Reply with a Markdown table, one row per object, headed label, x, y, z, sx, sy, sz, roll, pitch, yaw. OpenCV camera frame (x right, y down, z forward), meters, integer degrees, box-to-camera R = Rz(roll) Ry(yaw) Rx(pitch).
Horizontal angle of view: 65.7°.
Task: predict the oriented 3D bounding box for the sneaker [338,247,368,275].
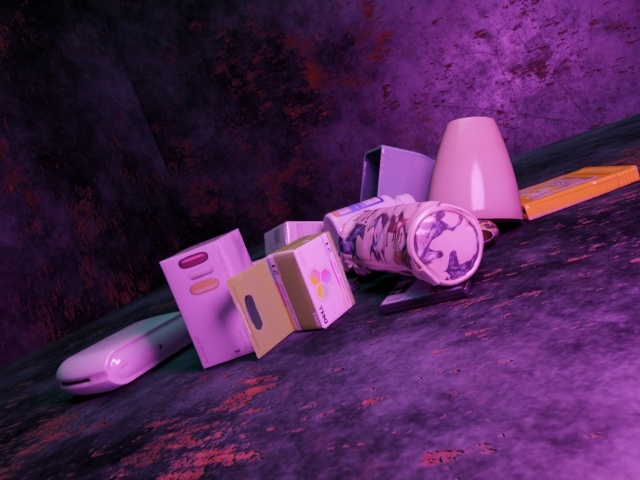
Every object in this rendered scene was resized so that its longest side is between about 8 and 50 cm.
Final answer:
| label | x | y | z | sx | sy | sz | roll | pitch | yaw |
| --- | --- | --- | --- | --- | --- | --- | --- | --- | --- |
| sneaker | 0.220 | 0.030 | 1.407 | 0.319 | 0.112 | 0.131 | -18 | 34 | -17 |

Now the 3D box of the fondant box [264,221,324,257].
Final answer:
| label | x | y | z | sx | sy | sz | roll | pitch | yaw |
| --- | --- | --- | --- | --- | --- | --- | --- | --- | --- |
| fondant box | 0.000 | 0.000 | 1.686 | 0.331 | 0.096 | 0.238 | 0 | -9 | -24 |

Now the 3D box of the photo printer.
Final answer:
| label | x | y | z | sx | sy | sz | roll | pitch | yaw |
| --- | --- | --- | --- | --- | --- | --- | --- | --- | --- |
| photo printer | -0.527 | 0.305 | 1.330 | 0.256 | 0.107 | 0.308 | -17 | 8 | 34 |

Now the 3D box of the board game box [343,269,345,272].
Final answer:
| label | x | y | z | sx | sy | sz | roll | pitch | yaw |
| --- | --- | --- | --- | --- | --- | --- | --- | --- | --- |
| board game box | -0.102 | 0.136 | 1.515 | 0.254 | 0.079 | 0.336 | -17 | 8 | 35 |

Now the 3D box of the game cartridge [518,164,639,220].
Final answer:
| label | x | y | z | sx | sy | sz | roll | pitch | yaw |
| --- | --- | --- | --- | --- | --- | --- | --- | --- | --- |
| game cartridge | 0.695 | -0.145 | 1.437 | 0.324 | 0.052 | 0.285 | -22 | 7 | 3 |

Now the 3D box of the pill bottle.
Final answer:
| label | x | y | z | sx | sy | sz | roll | pitch | yaw |
| --- | --- | --- | --- | --- | --- | --- | --- | --- | --- |
| pill bottle | 0.159 | -0.050 | 1.510 | 0.272 | 0.152 | 0.152 | -19 | 6 | -15 |

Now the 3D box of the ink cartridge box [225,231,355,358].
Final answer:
| label | x | y | z | sx | sy | sz | roll | pitch | yaw |
| --- | --- | --- | --- | --- | --- | --- | --- | --- | --- |
| ink cartridge box | -0.055 | 0.114 | 1.075 | 0.097 | 0.188 | 0.255 | -14 | 11 | 40 |

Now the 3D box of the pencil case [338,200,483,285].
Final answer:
| label | x | y | z | sx | sy | sz | roll | pitch | yaw |
| --- | --- | --- | --- | --- | --- | --- | --- | --- | --- |
| pencil case | 0.180 | 0.009 | 1.107 | 0.183 | 0.160 | 0.410 | -59 | 17 | -9 |

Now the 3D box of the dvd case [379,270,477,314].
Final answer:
| label | x | y | z | sx | sy | sz | roll | pitch | yaw |
| --- | --- | --- | --- | --- | --- | --- | --- | --- | --- |
| dvd case | 0.245 | 0.088 | 1.070 | 0.181 | 0.022 | 0.253 | -17 | 7 | 27 |

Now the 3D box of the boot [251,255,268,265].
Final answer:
| label | x | y | z | sx | sy | sz | roll | pitch | yaw |
| --- | --- | --- | --- | --- | --- | --- | --- | --- | --- |
| boot | -0.145 | 0.077 | 1.434 | 0.165 | 0.077 | 0.213 | -19 | 0 | 9 |

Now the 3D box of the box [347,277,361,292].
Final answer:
| label | x | y | z | sx | sy | sz | roll | pitch | yaw |
| --- | --- | --- | --- | --- | --- | --- | --- | --- | --- |
| box | 0.028 | 0.137 | 1.322 | 0.137 | 0.027 | 0.094 | -15 | 8 | 44 |

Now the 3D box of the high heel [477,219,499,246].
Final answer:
| label | x | y | z | sx | sy | sz | roll | pitch | yaw |
| --- | --- | --- | --- | --- | --- | --- | --- | --- | --- |
| high heel | 0.310 | 0.000 | 1.261 | 0.262 | 0.093 | 0.186 | -15 | 3 | -3 |

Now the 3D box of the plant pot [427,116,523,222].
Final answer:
| label | x | y | z | sx | sy | sz | roll | pitch | yaw |
| --- | --- | --- | --- | --- | --- | --- | --- | --- | --- |
| plant pot | 0.412 | -0.186 | 1.353 | 0.257 | 0.273 | 0.256 | -1 | -2 | 0 |

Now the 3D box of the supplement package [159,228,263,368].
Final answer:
| label | x | y | z | sx | sy | sz | roll | pitch | yaw |
| --- | --- | --- | --- | --- | --- | --- | --- | --- | --- |
| supplement package | -0.233 | 0.128 | 1.171 | 0.145 | 0.261 | 0.204 | -21 | 7 | 6 |

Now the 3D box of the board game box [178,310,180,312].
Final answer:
| label | x | y | z | sx | sy | sz | roll | pitch | yaw |
| --- | --- | --- | --- | --- | --- | --- | --- | --- | --- |
| board game box | -0.399 | 0.236 | 1.773 | 0.214 | 0.046 | 0.317 | -21 | 6 | -10 |

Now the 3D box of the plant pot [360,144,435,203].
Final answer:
| label | x | y | z | sx | sy | sz | roll | pitch | yaw |
| --- | --- | --- | --- | --- | --- | --- | --- | --- | --- |
| plant pot | 0.291 | -0.183 | 1.729 | 0.253 | 0.246 | 0.248 | 5 | 3 | -9 |
